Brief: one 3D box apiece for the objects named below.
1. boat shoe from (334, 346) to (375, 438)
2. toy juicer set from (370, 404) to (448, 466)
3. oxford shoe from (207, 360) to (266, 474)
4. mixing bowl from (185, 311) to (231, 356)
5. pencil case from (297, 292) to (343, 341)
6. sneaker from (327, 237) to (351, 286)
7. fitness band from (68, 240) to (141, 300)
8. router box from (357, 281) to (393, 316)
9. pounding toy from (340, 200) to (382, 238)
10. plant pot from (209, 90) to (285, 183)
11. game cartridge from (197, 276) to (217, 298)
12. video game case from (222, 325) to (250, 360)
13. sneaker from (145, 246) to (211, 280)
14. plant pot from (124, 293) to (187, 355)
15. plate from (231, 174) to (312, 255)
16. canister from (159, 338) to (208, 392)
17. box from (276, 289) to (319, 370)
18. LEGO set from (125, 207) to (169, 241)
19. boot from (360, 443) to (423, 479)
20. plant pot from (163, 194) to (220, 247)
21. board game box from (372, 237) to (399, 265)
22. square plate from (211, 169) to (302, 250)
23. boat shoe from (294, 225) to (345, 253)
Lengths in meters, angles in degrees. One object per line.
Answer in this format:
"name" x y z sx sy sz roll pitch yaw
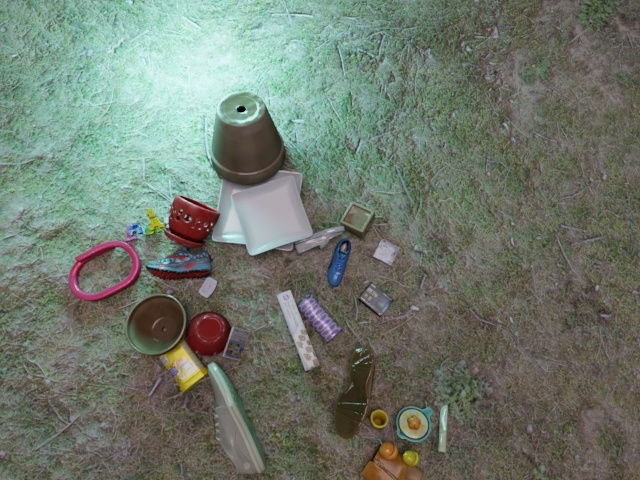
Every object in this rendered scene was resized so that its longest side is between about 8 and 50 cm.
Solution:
"boat shoe" 0.148 0.595 1.742 0.123 0.123 0.342 5 66 23
"toy juicer set" 0.365 0.739 1.703 0.328 0.089 0.209 -5 49 -6
"oxford shoe" -0.344 0.676 1.679 0.130 0.169 0.449 -23 85 -7
"mixing bowl" -0.434 0.355 1.751 0.181 0.098 0.182 7 65 -16
"pencil case" -0.003 0.315 1.822 0.206 0.086 0.088 51 46 7
"sneaker" 0.078 0.088 1.877 0.069 0.082 0.209 17 78 -1
"fitness band" -0.883 0.125 1.829 0.290 0.054 0.209 -28 83 -8
"router box" 0.231 0.246 1.870 0.122 0.038 0.092 38 77 5
"pounding toy" 0.178 -0.091 1.926 0.130 0.100 0.141 26 74 17
"plant pot" -0.312 -0.441 1.835 0.323 0.280 0.323 1 61 -1
"game cartridge" -0.465 0.195 1.853 0.056 0.017 0.083 29 77 7
"video game case" -0.336 0.412 1.785 0.087 0.011 0.122 30 72 -41
"sneaker" -0.579 0.092 1.842 0.261 0.104 0.125 1 60 -7
"plant pot" -0.628 0.337 1.752 0.237 0.110 0.237 -1 67 2
"plate" -0.202 -0.103 1.863 0.277 0.045 0.278 -19 81 -5
"canister" -0.534 0.489 1.753 0.126 0.073 0.170 -38 81 -11
"box" -0.092 0.363 1.812 0.063 0.067 0.324 -21 80 -8
"LEGO set" -0.717 -0.075 1.863 0.227 0.087 0.093 -16 79 -8
"boot" 0.239 0.945 1.689 0.211 0.104 0.295 27 72 8
"plant pot" -0.526 -0.073 1.818 0.191 0.191 0.174 23 96 2
"board game box" 0.282 0.051 1.927 0.090 0.020 0.090 28 77 3
"square plate" -0.266 -0.142 1.916 0.343 0.049 0.347 7 80 -1
"boat shoe" 0.000 0.000 1.901 0.226 0.083 0.076 -16 89 5
